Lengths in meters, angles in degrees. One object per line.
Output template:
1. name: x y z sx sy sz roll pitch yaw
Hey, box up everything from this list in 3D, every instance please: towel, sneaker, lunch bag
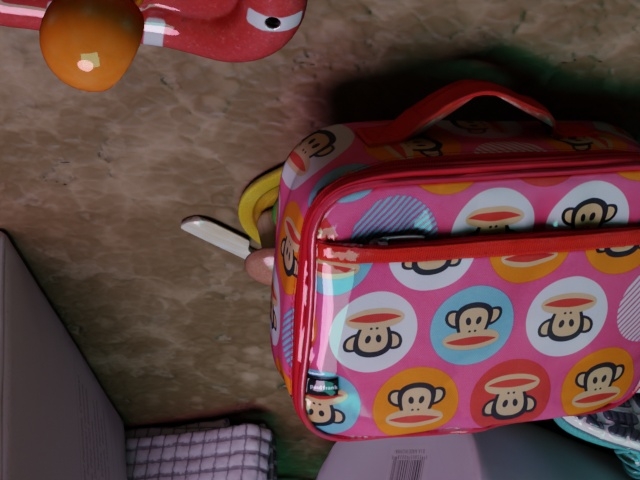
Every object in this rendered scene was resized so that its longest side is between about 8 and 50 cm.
1. towel: -0.171 0.327 1.345 0.284 0.235 0.121 -12 147 21
2. sneaker: 0.335 0.200 1.224 0.275 0.107 0.110 18 129 -25
3. lunch bag: 0.112 0.009 0.895 0.293 0.120 0.258 -4 118 -15

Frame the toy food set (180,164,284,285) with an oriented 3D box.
1. toy food set: 0.000 0.000 0.994 0.218 0.071 0.128 -25 138 34

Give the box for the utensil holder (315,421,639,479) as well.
1. utensil holder: 0.210 0.358 1.294 0.385 0.327 0.327 24 140 -27

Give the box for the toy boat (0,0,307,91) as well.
1. toy boat: -0.121 -0.149 0.706 0.231 0.151 0.151 6 146 -7

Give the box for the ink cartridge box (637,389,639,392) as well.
1. ink cartridge box: 0.359 0.077 1.101 0.311 0.065 0.186 1 147 -2

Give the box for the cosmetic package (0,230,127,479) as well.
1. cosmetic package: -0.376 0.254 1.124 0.329 0.327 0.393 -11 145 2
